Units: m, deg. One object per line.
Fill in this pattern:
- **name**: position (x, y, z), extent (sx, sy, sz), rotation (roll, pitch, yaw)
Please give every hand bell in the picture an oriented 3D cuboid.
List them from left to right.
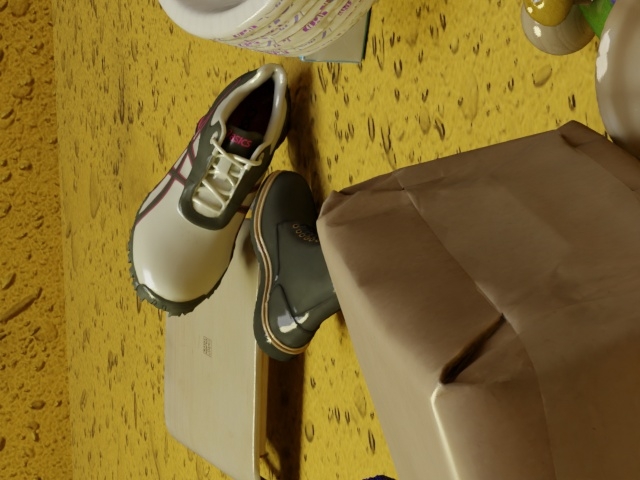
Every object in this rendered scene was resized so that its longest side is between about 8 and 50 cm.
- **hand bell**: position (0.256, -0.065, 0.918), extent (0.242, 0.126, 0.126), rotation (29, 119, 56)

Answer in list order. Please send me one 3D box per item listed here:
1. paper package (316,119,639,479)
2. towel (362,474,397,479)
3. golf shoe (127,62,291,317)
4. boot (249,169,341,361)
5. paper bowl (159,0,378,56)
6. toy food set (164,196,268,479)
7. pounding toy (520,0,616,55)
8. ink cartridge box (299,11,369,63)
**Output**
- **paper package**: position (0.138, 0.137, 0.932), extent (0.309, 0.168, 0.325), rotation (-121, 12, -73)
- **towel**: position (0.063, 0.370, 1.557), extent (0.308, 0.076, 0.228), rotation (-115, 30, -52)
- **golf shoe**: position (-0.108, -0.058, 1.859), extent (0.120, 0.105, 0.273), rotation (124, 170, -65)
- **boot**: position (0.000, 0.000, 1.777), extent (0.137, 0.077, 0.198), rotation (-39, 46, 46)
- **paper bowl**: position (-0.015, -0.292, 1.555), extent (0.284, 0.148, 0.284), rotation (-13, 73, 50)
- **toy food set**: position (-0.078, 0.108, 1.996), extent (0.219, 0.092, 0.306), rotation (23, 115, 58)
- **pounding toy**: position (0.162, -0.189, 1.150), extent (0.237, 0.110, 0.183), rotation (-152, 62, -70)
- **ink cartridge box**: position (-0.009, -0.245, 1.761), extent (0.181, 0.061, 0.104), rotation (-123, 36, -58)
